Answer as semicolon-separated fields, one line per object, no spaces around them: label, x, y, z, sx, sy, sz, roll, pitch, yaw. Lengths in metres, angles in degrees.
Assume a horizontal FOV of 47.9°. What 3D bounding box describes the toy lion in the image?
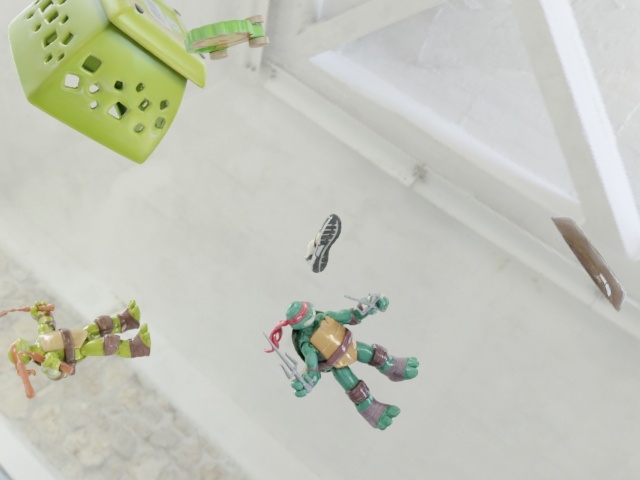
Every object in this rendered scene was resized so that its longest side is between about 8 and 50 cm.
toy lion;-0.111;-0.222;0.788;0.100;0.096;0.034;-5;-80;38

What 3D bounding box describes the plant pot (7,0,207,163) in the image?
plant pot;-0.326;-0.296;1.143;0.207;0.227;0.228;-41;-129;14

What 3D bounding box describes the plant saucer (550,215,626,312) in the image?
plant saucer;0.397;0.027;1.054;0.029;0.168;0.168;-35;-89;18

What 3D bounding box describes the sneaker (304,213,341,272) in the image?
sneaker;0.000;0.000;1.234;0.044;0.040;0.109;44;-64;45

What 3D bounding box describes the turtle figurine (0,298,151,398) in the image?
turtle figurine;-0.373;0.163;1.091;0.269;0.218;0.087;34;-52;57

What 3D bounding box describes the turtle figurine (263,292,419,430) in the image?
turtle figurine;0.026;0.141;0.961;0.234;0.175;0.118;43;-12;-25
